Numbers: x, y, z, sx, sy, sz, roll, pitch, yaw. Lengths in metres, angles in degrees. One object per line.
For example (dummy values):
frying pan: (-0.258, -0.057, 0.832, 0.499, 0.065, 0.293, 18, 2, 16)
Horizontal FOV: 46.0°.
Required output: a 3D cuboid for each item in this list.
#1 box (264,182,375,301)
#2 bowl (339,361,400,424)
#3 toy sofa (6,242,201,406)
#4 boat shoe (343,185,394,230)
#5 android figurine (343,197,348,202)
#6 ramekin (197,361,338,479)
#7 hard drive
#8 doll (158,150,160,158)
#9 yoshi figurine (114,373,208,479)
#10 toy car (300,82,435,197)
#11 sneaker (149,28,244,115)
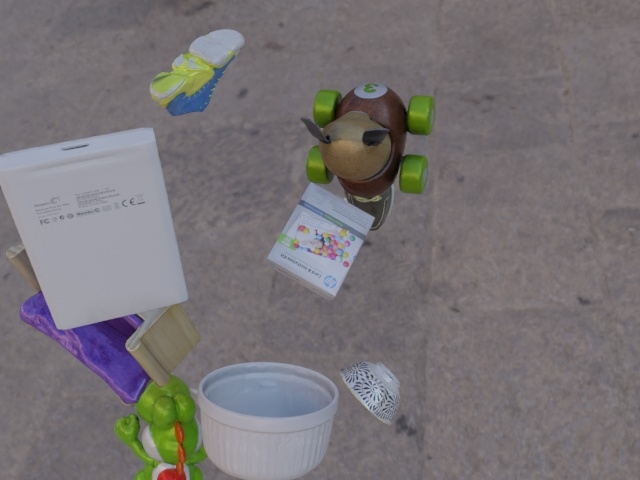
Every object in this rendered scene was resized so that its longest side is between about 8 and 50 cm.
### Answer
box: (0.000, 0.000, 1.421, 0.145, 0.038, 0.186, 30, 65, -1)
bowl: (0.131, 0.332, 1.729, 0.080, 0.170, 0.170, -44, 46, 6)
toy sofa: (-0.410, 0.123, 1.357, 0.363, 0.150, 0.177, 30, 64, 28)
boat shoe: (0.092, -0.135, 1.563, 0.109, 0.305, 0.091, 1, 39, 11)
android figurine: (0.114, -0.144, 1.834, 0.056, 0.272, 0.248, 29, 16, 5)
ramekin: (-0.078, 0.267, 1.113, 0.207, 0.109, 0.207, 3, 12, -1)
hard drive: (-0.310, -0.007, 1.072, 0.203, 0.307, 0.040, -13, 45, -12)
doll: (-0.501, -0.209, 1.876, 0.189, 0.129, 0.046, -8, 58, 10)
yoshi figurine: (-0.317, 0.415, 1.559, 0.203, 0.362, 0.203, 26, 37, 18)
toy car: (0.046, -0.132, 0.924, 0.155, 0.188, 0.148, 7, 90, 16)
sneaker: (-0.262, -0.363, 1.665, 0.240, 0.126, 0.091, -36, 63, -9)
